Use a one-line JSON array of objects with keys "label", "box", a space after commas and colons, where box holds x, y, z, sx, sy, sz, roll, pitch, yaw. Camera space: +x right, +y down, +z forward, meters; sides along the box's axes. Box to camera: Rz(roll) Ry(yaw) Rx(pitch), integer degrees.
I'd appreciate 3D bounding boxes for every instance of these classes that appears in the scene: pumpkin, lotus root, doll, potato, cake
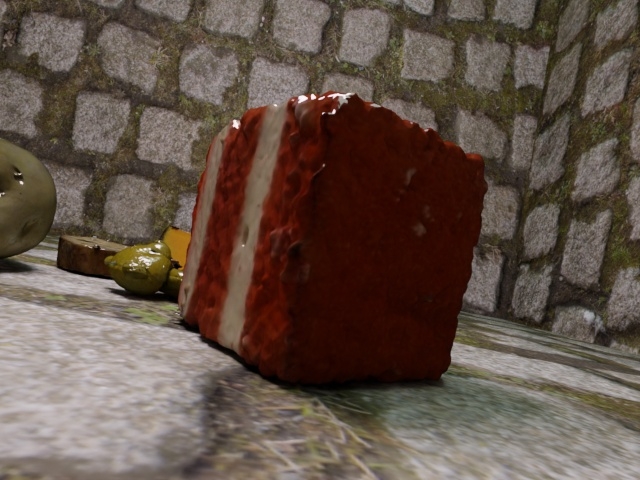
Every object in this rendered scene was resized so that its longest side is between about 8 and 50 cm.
[{"label": "pumpkin", "box": [-0.368, 0.044, 1.356, 0.280, 0.140, 0.190, 4, -11, 45]}, {"label": "lotus root", "box": [-0.453, 0.037, 0.955, 0.260, 0.075, 0.170, 11, -2, 28]}, {"label": "doll", "box": [-0.255, 0.057, 0.786, 0.209, 0.097, 0.137, 21, -14, -40]}, {"label": "potato", "box": [-0.589, -0.076, 0.769, 0.243, 0.221, 0.326, 11, -7, -35]}, {"label": "cake", "box": [0.000, 0.000, 0.562, 0.269, 0.270, 0.319, 13, -3, -37]}]
